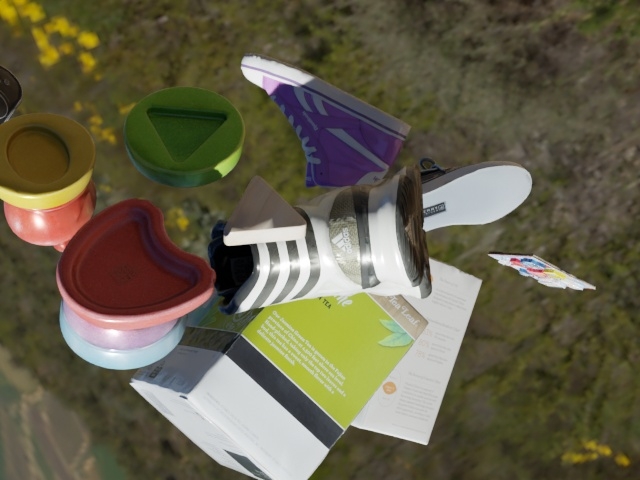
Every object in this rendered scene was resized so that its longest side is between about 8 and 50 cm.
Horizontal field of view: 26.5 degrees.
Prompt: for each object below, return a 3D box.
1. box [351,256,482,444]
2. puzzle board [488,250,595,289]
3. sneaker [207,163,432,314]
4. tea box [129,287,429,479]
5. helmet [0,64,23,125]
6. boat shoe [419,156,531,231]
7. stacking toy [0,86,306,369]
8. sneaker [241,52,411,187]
[{"bbox_3d":[0.139,0.192,2.617,0.168,0.215,0.345,16,86,44],"label":"box"},{"bbox_3d":[0.276,0.039,1.710,0.096,0.011,0.128,27,173,-16],"label":"puzzle board"},{"bbox_3d":[0.000,-0.001,1.669,0.447,0.257,0.169,19,-115,-82],"label":"sneaker"},{"bbox_3d":[-0.070,0.167,2.022,0.220,0.323,0.329,45,163,-15],"label":"tea box"},{"bbox_3d":[-0.529,-0.202,1.956,0.161,0.169,0.169,34,160,-14],"label":"helmet"},{"bbox_3d":[0.194,-0.076,2.249,0.105,0.306,0.113,-119,11,-53],"label":"boat shoe"},{"bbox_3d":[-0.186,-0.014,1.451,0.309,0.279,0.130,55,156,32],"label":"stacking toy"},{"bbox_3d":[-0.020,-0.171,2.086,0.282,0.161,0.102,29,-172,6],"label":"sneaker"}]
